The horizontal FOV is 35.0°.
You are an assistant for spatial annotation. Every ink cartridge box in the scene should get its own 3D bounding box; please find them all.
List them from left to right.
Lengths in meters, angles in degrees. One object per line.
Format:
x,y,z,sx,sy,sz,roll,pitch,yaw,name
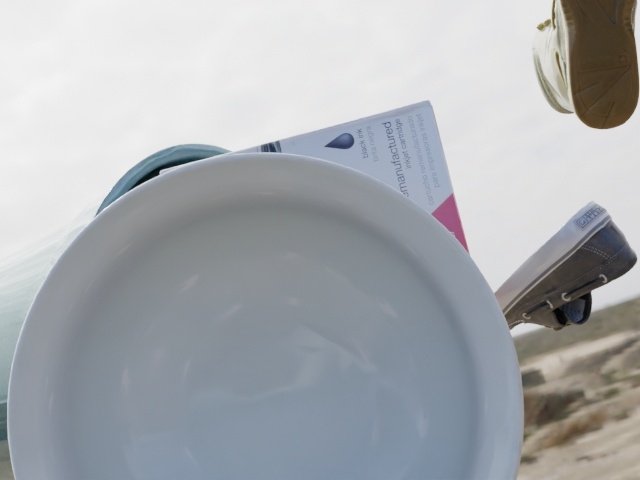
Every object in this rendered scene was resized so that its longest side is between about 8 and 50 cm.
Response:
0.000,0.000,0.864,0.237,0.172,0.100,-14,-8,6,ink cartridge box

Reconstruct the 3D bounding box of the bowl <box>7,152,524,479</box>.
-0.030,0.103,0.639,0.297,0.298,0.134,-17,-8,0,bowl

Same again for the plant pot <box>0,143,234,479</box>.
-0.202,0.113,1.025,0.334,0.341,0.341,-17,-8,38,plant pot

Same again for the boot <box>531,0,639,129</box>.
0.290,-0.261,1.121,0.095,0.262,0.203,-6,11,3,boot

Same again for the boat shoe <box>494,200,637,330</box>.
0.215,0.044,0.915,0.080,0.076,0.228,-37,-12,-28,boat shoe
